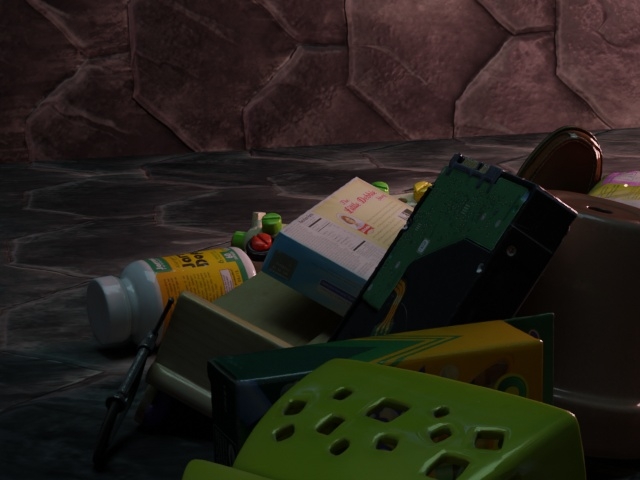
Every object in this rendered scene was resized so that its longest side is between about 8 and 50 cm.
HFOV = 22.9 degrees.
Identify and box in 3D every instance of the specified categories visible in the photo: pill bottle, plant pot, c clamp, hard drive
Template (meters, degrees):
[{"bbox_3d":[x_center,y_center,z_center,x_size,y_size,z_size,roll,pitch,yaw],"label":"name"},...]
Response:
[{"bbox_3d":[-0.195,0.078,2.075,0.208,0.117,0.117,-9,14,-27],"label":"pill bottle"},{"bbox_3d":[0.038,0.232,1.092,0.227,0.228,0.207,9,22,41],"label":"plant pot"},{"bbox_3d":[0.259,0.074,1.633,0.263,0.229,0.263,11,12,-2],"label":"plant pot"},{"bbox_3d":[-0.203,0.152,1.658,0.022,0.137,0.160,24,39,-1],"label":"c clamp"},{"bbox_3d":[0.102,0.080,1.584,0.064,0.339,0.237,32,0,-19],"label":"hard drive"}]

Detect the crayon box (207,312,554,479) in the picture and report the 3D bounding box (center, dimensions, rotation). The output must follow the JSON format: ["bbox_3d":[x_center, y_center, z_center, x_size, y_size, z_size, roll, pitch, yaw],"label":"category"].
[{"bbox_3d":[0.074,0.183,1.334,0.323,0.203,0.083,-7,13,-21],"label":"crayon box"}]

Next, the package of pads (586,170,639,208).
[{"bbox_3d":[0.366,0.043,1.886,0.101,0.229,0.296,2,13,19],"label":"package of pads"}]

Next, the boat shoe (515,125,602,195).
[{"bbox_3d":[0.269,0.002,1.986,0.111,0.307,0.104,25,10,-1],"label":"boat shoe"}]

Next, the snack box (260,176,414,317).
[{"bbox_3d":[0.068,0.018,1.909,0.187,0.060,0.322,29,20,9],"label":"snack box"}]

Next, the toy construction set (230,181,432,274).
[{"bbox_3d":[0.000,0.000,2.329,0.328,0.151,0.215,-5,34,24],"label":"toy construction set"}]

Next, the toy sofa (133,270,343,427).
[{"bbox_3d":[-0.059,0.124,1.845,0.150,0.177,0.362,27,20,13],"label":"toy sofa"}]
